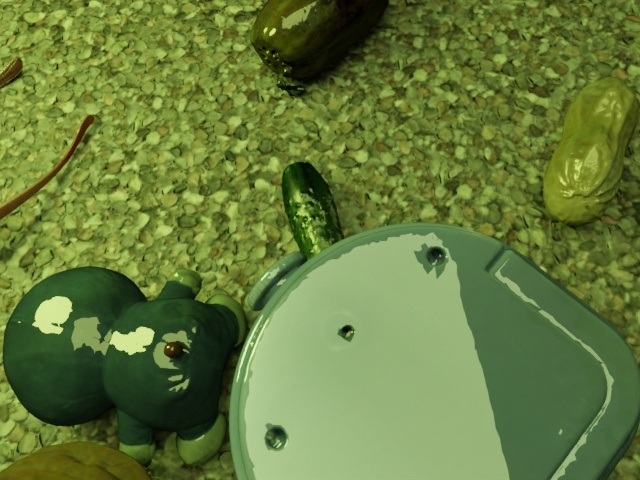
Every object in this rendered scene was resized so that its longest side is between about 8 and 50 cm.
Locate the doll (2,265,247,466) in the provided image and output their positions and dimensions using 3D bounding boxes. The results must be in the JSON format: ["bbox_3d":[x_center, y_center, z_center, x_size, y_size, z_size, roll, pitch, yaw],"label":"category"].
[{"bbox_3d":[-0.227,0.129,0.703,0.258,0.154,0.228,6,71,14],"label":"doll"}]

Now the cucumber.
[{"bbox_3d":[0.000,0.000,0.778,0.069,0.069,0.228,-16,69,-3],"label":"cucumber"}]

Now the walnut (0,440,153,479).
[{"bbox_3d":[-0.236,0.297,0.593,0.213,0.213,0.213,-1,66,3],"label":"walnut"}]

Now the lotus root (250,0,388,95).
[{"bbox_3d":[0.005,-0.329,0.888,0.241,0.124,0.123,-43,81,-13],"label":"lotus root"}]

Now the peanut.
[{"bbox_3d":[0.344,-0.119,0.788,0.090,0.099,0.214,8,62,35],"label":"peanut"}]

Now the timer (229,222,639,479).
[{"bbox_3d":[0.083,0.160,0.637,0.394,0.173,0.395,0,72,1],"label":"timer"}]

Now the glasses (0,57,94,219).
[{"bbox_3d":[-0.476,-0.121,0.881,0.234,0.118,0.268,35,53,19],"label":"glasses"}]
